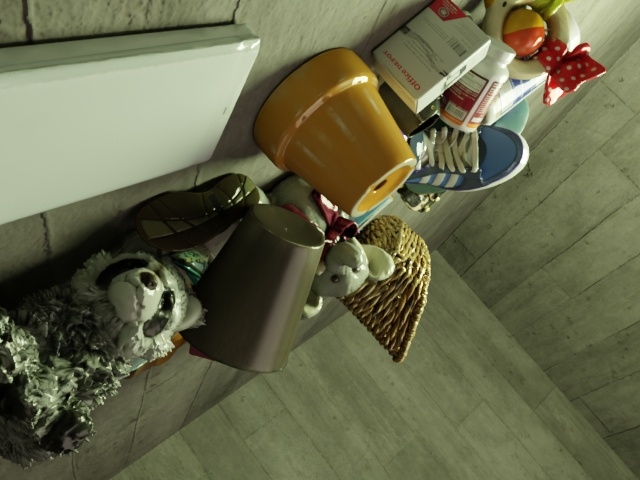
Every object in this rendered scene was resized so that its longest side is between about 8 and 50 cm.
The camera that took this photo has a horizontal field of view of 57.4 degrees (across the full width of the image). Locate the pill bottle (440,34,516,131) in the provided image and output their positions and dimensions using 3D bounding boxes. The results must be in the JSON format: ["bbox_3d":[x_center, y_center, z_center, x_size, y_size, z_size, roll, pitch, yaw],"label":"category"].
[{"bbox_3d":[0.273,-0.274,1.025,0.086,0.086,0.152,-23,149,-49],"label":"pill bottle"}]

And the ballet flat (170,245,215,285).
[{"bbox_3d":[-0.227,0.040,1.077,0.070,0.070,0.188,-37,168,-11],"label":"ballet flat"}]

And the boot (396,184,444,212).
[{"bbox_3d":[0.327,-0.177,1.476,0.284,0.138,0.377,-42,-162,26],"label":"boot"}]

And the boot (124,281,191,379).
[{"bbox_3d":[-0.289,0.145,1.187,0.295,0.104,0.211,-53,172,30],"label":"boot"}]

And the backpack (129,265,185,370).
[{"bbox_3d":[-0.312,0.132,0.993,0.152,0.115,0.182,-21,153,-47],"label":"backpack"}]

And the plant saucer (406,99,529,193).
[{"bbox_3d":[0.309,-0.233,1.310,0.317,0.044,0.317,-35,-153,21],"label":"plant saucer"}]

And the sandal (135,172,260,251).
[{"bbox_3d":[-0.186,-0.043,0.892,0.060,0.090,0.219,-22,-170,45],"label":"sandal"}]

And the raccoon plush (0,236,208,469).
[{"bbox_3d":[-0.388,0.140,0.849,0.446,0.216,0.299,-13,-163,35],"label":"raccoon plush"}]

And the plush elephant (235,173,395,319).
[{"bbox_3d":[0.000,0.000,1.100,0.272,0.255,0.330,-35,166,-17],"label":"plush elephant"}]

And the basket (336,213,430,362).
[{"bbox_3d":[0.174,0.090,1.356,0.213,0.223,0.299,-40,-167,11],"label":"basket"}]

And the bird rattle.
[{"bbox_3d":[0.390,-0.372,1.061,0.207,0.253,0.143,-10,-159,-7],"label":"bird rattle"}]

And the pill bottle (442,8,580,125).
[{"bbox_3d":[0.383,-0.359,1.183,0.264,0.153,0.153,-37,166,-10],"label":"pill bottle"}]

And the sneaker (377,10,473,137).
[{"bbox_3d":[0.199,-0.283,1.011,0.222,0.118,0.083,-42,166,11],"label":"sneaker"}]

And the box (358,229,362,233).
[{"bbox_3d":[0.056,0.044,1.813,0.201,0.057,0.293,-41,166,8],"label":"box"}]

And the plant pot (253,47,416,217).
[{"bbox_3d":[0.037,-0.145,0.876,0.205,0.188,0.205,-37,166,-11],"label":"plant pot"}]

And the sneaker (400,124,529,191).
[{"bbox_3d":[0.207,-0.169,1.106,0.323,0.130,0.236,2,177,30],"label":"sneaker"}]

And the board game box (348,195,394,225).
[{"bbox_3d":[0.065,-0.046,1.410,0.242,0.064,0.316,-42,177,8],"label":"board game box"}]

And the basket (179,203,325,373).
[{"bbox_3d":[-0.100,0.068,0.931,0.154,0.204,0.227,-86,-158,-68],"label":"basket"}]

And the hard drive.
[{"bbox_3d":[-0.217,-0.121,0.603,0.307,0.040,0.203,-27,162,-43],"label":"hard drive"}]

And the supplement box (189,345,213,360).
[{"bbox_3d":[-0.192,0.157,1.226,0.081,0.104,0.188,108,-1,-45],"label":"supplement box"}]

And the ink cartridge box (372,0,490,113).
[{"bbox_3d":[0.172,-0.294,0.926,0.150,0.109,0.063,-39,169,-1],"label":"ink cartridge box"}]
